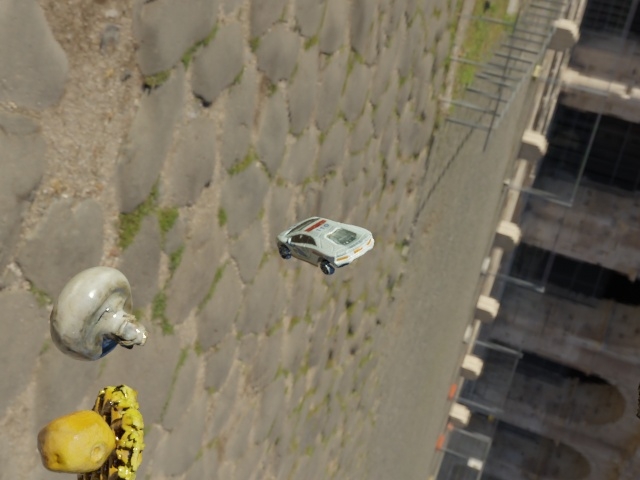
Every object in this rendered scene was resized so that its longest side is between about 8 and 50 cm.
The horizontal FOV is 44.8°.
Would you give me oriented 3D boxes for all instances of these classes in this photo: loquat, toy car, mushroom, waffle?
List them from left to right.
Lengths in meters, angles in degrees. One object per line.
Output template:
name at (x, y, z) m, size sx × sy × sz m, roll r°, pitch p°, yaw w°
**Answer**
loquat at (-0.442, 0.363, 1.394) m, size 0.137 × 0.137 × 0.113 m, roll -37°, pitch 119°, yaw -63°
mushroom at (-0.182, 0.067, 0.657) m, size 0.085 × 0.079 × 0.085 m, roll -50°, pitch 154°, yaw -35°
waffle at (-0.434, 0.443, 1.583) m, size 0.068 × 0.325 × 0.302 m, roll 11°, pitch 102°, yaw -31°
toy car at (0.000, 0.000, 1.268) m, size 0.095 × 0.205 × 0.056 m, roll -31°, pitch 119°, yaw -28°

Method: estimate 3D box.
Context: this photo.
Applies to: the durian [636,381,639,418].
durian at (0.584, 0.261, 1.200) m, size 0.167 × 0.196 × 0.196 m, roll -35°, pitch -158°, yaw 54°
